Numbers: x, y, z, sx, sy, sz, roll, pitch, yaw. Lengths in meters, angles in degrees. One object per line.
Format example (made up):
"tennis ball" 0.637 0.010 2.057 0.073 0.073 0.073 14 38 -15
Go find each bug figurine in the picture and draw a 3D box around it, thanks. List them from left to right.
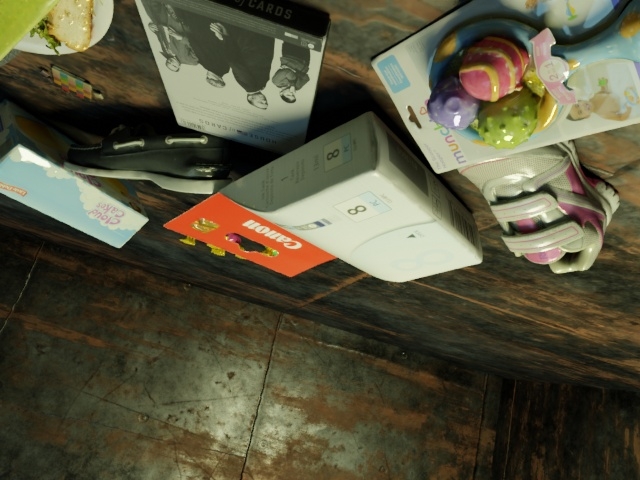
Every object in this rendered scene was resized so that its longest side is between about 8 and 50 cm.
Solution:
"bug figurine" -0.176 0.000 1.039 0.278 0.072 0.216 9 168 6

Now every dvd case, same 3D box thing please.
"dvd case" -0.093 -0.177 0.485 0.179 0.030 0.239 16 164 -3

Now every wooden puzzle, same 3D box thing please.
"wooden puzzle" -0.347 -0.219 0.608 0.083 0.006 0.049 23 161 -22

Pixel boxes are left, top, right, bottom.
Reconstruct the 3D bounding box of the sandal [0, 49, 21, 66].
"sandal" -0.454 -0.216 0.460 0.254 0.055 0.097 -20 162 -12

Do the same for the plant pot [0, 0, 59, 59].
"plant pot" -0.259 -0.210 0.197 0.276 0.276 0.254 -2 144 44

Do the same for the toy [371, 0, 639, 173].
"toy" 0.147 -0.120 0.338 0.237 0.056 0.137 -11 122 50

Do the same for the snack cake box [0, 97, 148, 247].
"snack cake box" -0.455 -0.110 0.782 0.152 0.089 0.264 50 -177 33

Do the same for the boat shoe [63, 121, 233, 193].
"boat shoe" -0.266 -0.135 0.672 0.302 0.091 0.114 9 -167 15

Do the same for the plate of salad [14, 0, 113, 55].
"plate of salad" -0.292 -0.235 0.381 0.199 0.048 0.200 1 157 0

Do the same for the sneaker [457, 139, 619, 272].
"sneaker" 0.248 -0.037 0.488 0.252 0.111 0.103 24 161 -25

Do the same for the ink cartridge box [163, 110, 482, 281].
"ink cartridge box" 0.000 0.000 0.654 0.384 0.091 0.308 -21 148 32
